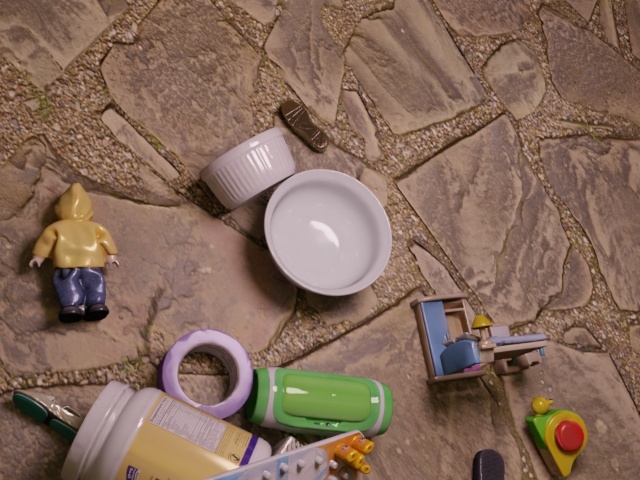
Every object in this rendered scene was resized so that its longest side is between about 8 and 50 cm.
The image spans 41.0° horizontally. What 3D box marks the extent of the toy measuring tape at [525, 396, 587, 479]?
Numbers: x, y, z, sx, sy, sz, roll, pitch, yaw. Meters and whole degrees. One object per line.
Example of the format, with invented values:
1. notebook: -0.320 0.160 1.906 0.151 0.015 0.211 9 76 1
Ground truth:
1. toy measuring tape: 0.583 0.502 1.972 0.121 0.121 0.330 -27 90 -26

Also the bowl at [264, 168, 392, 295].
1. bowl: 0.000 0.000 1.924 0.297 0.134 0.298 7 68 -18

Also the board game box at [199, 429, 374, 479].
1. board game box: -0.062 0.572 1.533 0.389 0.050 0.390 -8 104 -40

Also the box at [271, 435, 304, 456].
1. box: 0.002 0.526 1.746 0.275 0.113 0.094 40 62 -4

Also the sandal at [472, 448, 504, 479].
1. sandal: 0.360 0.591 1.893 0.097 0.054 0.255 30 54 -15

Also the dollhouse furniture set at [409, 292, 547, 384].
1. dollhouse furniture set: 0.383 0.185 1.902 0.286 0.303 0.198 -4 73 -21

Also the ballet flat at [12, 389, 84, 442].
1. ballet flat: -0.520 0.335 1.665 0.168 0.057 0.052 38 35 -7

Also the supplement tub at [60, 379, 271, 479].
1. supplement tub: -0.283 0.422 1.594 0.331 0.241 0.241 25 64 0

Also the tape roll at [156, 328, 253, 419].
1. tape roll: -0.239 0.283 1.763 0.188 0.080 0.189 7 68 -18

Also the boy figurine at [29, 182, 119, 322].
1. boy figurine: -0.508 0.022 1.754 0.177 0.092 0.285 -6 72 -22

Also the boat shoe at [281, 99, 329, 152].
1. boat shoe: -0.039 -0.274 2.066 0.153 0.048 0.056 44 75 7

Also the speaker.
1. speaker: -0.003 0.342 1.803 0.296 0.131 0.131 10 68 -17

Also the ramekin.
1. ramekin: -0.153 -0.153 1.890 0.207 0.207 0.109 -31 92 -27
